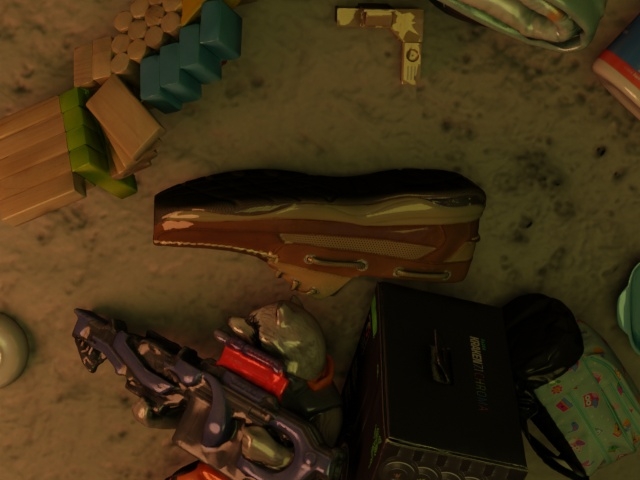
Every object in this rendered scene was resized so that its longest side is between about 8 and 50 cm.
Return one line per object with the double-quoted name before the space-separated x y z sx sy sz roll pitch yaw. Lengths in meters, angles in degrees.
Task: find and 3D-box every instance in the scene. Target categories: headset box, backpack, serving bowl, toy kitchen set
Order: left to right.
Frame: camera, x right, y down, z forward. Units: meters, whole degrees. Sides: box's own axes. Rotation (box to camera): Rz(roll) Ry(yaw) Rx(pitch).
"serving bowl" -0.335 0.113 1.530 0.083 0.027 0.083 -1 102 -3
"toy kitchen set" 0.057 -0.188 1.469 0.083 0.068 0.075 1 102 -4
"headset box" 0.085 0.212 1.428 0.131 0.246 0.283 13 122 -7
"backpack" 0.250 0.150 1.520 0.115 0.152 0.182 -31 114 11

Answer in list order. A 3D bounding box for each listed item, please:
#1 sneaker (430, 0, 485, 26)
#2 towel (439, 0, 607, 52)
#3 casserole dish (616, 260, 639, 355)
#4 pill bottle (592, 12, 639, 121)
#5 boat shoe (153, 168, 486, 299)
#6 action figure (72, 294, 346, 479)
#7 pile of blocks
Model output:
"sneaker" 0.109 -0.287 1.434 0.267 0.106 0.101 37 96 -12
"towel" 0.118 -0.372 1.345 0.374 0.090 0.320 27 65 -9
"casserole dish" 0.391 0.062 1.562 0.188 0.037 0.114 -4 102 -4
"pill bottle" 0.377 -0.205 1.459 0.124 0.124 0.221 43 96 -11
"boat shoe" 0.000 0.000 1.482 0.324 0.122 0.120 0 108 -4
"action figure" -0.101 0.191 1.507 0.341 0.178 0.330 35 109 30
"pile of blocks" -0.150 -0.140 1.436 0.362 0.112 0.149 -44 59 8
